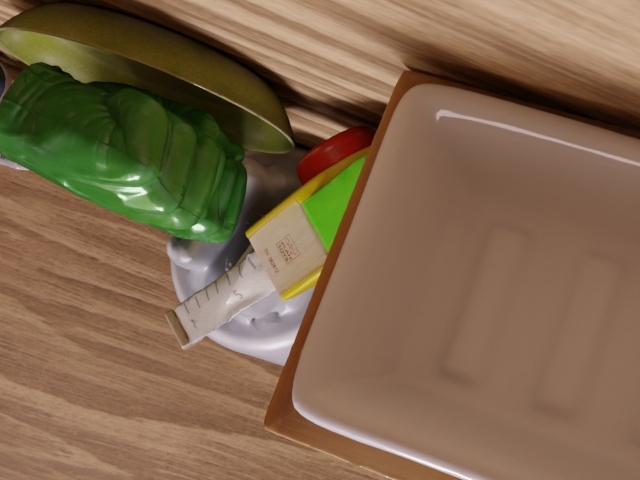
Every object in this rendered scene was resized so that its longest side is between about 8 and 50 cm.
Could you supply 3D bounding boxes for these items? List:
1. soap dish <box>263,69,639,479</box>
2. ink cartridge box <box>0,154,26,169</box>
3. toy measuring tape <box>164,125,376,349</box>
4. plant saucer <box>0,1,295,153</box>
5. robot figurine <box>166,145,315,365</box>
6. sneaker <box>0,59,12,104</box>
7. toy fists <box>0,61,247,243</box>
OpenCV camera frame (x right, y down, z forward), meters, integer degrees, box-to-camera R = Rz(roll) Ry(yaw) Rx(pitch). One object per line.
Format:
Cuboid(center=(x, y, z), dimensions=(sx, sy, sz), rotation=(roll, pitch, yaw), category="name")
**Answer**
Cuboid(center=(0.145, 0.051, 0.664), dimensions=(0.290, 0.229, 0.118), rotation=(18, 169, 16), category="soap dish")
Cuboid(center=(-0.263, -0.100, 1.282), dimensions=(0.232, 0.066, 0.189), rotation=(11, -178, -41), category="ink cartridge box")
Cuboid(center=(0.000, 0.000, 0.933), dimensions=(0.121, 0.121, 0.330), rotation=(22, 143, -28), category="toy measuring tape")
Cuboid(center=(-0.127, -0.127, 0.903), dimensions=(0.241, 0.037, 0.241), rotation=(20, 174, 2), category="plant saucer")
Cuboid(center=(-0.016, 0.028, 1.179), dimensions=(0.300, 0.200, 0.353), rotation=(42, -176, 22), category="robot figurine")
Cuboid(center=(-0.419, -0.175, 1.114), dimensions=(0.226, 0.086, 0.163), rotation=(10, -174, -5), category="sneaker")
Cuboid(center=(-0.131, -0.061, 0.894), dimensions=(0.142, 0.096, 0.279), rotation=(26, 177, 7), category="toy fists")
